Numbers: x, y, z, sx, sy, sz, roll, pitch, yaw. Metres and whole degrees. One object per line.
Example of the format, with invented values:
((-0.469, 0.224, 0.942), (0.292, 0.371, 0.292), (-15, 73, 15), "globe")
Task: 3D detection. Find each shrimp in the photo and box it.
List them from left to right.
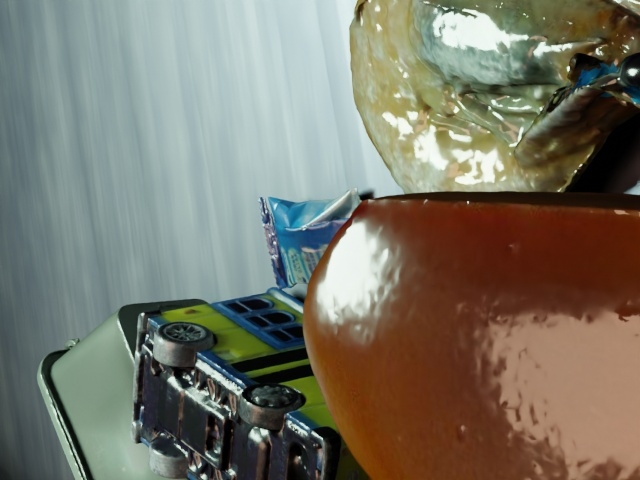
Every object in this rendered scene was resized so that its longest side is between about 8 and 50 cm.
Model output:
((0.155, -0.108, 1.420), (0.446, 0.110, 0.221), (7, 109, 57), "shrimp")

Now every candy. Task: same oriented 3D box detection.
((0.000, -0.001, 1.709), (0.136, 0.038, 0.088), (-5, 97, 45), "candy")

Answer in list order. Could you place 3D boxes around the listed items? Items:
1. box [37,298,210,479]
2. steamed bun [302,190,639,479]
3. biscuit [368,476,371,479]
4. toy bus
((-0.151, 0.174, 1.866), (0.135, 0.163, 0.243), (-44, 61, 39), "box")
((0.182, 0.093, 1.276), (0.379, 0.235, 0.248), (3, 95, 39), "steamed bun")
((0.148, 0.194, 1.461), (0.262, 0.037, 0.262), (1, 92, 28), "biscuit")
((-0.027, 0.158, 1.663), (0.288, 0.175, 0.138), (29, 121, 47), "toy bus")
